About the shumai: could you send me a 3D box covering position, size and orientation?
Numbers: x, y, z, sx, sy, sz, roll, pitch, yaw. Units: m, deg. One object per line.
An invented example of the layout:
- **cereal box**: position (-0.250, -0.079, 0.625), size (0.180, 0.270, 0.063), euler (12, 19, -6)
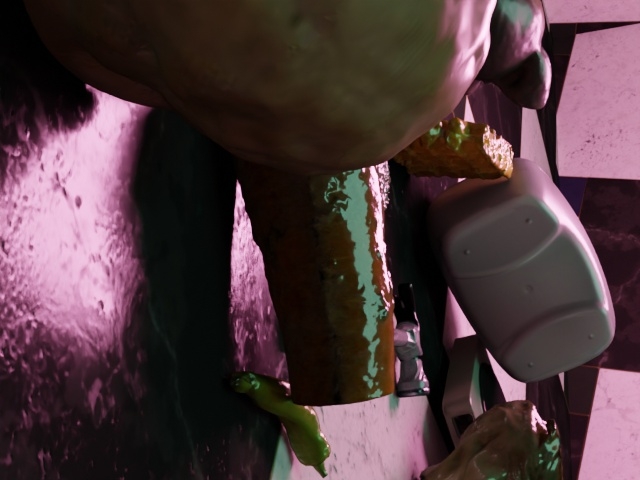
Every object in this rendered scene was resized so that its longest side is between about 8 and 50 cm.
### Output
- **shumai**: position (0.226, 0.353, 1.567), size (0.189, 0.218, 0.255), euler (-160, -120, -73)

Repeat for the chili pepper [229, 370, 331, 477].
- **chili pepper**: position (-0.035, 0.162, 1.090), size (0.049, 0.043, 0.208), euler (-50, 138, -14)

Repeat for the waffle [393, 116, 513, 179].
- **waffle**: position (0.176, -0.135, 1.636), size (0.211, 0.160, 0.055), euler (21, 73, -65)

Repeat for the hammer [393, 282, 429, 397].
- **hammer**: position (0.056, 0.122, 1.365), size (0.427, 0.044, 0.152), euler (13, 70, -70)

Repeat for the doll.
- **doll**: position (0.187, -0.342, 1.745), size (0.379, 0.252, 0.382), euler (-38, 121, -31)

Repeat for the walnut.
- **walnut**: position (-0.039, -0.226, 0.791), size (0.381, 0.381, 0.381), euler (-7, 90, -71)

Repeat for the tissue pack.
- **tissue pack**: position (0.319, 0.037, 1.816), size (0.333, 0.229, 0.236), euler (58, 14, -19)

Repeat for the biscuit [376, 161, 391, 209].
- **biscuit**: position (0.034, -0.132, 1.382), size (0.147, 0.046, 0.250), euler (-74, 150, -49)

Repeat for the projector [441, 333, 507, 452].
- **projector**: position (0.255, 0.312, 1.802), size (0.259, 0.079, 0.257), euler (-60, 132, -67)

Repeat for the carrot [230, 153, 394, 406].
- **carrot**: position (0.000, 0.000, 1.068), size (0.139, 0.139, 0.301), euler (-12, 91, -71)
